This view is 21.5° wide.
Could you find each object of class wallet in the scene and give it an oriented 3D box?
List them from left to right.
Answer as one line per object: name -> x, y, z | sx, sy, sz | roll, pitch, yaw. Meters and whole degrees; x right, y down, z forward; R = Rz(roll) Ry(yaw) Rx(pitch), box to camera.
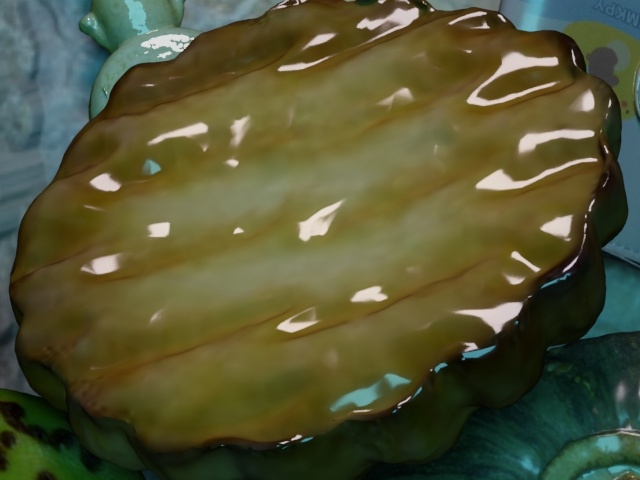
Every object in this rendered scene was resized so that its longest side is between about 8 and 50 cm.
wallet -> 0.171, -0.102, 1.038 | 0.170, 0.069, 0.231 | 18, 78, -21

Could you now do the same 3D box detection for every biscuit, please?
biscuit -> 0.000, 0.000, 0.858 | 0.325, 0.107, 0.326 | -13, 42, 12

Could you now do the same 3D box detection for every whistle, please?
whistle -> -0.103, -0.120, 1.013 | 0.104, 0.057, 0.198 | -20, 81, -12

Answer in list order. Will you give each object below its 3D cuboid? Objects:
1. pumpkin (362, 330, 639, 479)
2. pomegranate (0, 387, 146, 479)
pumpkin -> 0.166, 0.198, 0.869 | 0.327, 0.257, 0.292 | -2, 63, 1
pomegranate -> -0.213, 0.145, 0.861 | 0.231, 0.231, 0.286 | -32, 72, -13
